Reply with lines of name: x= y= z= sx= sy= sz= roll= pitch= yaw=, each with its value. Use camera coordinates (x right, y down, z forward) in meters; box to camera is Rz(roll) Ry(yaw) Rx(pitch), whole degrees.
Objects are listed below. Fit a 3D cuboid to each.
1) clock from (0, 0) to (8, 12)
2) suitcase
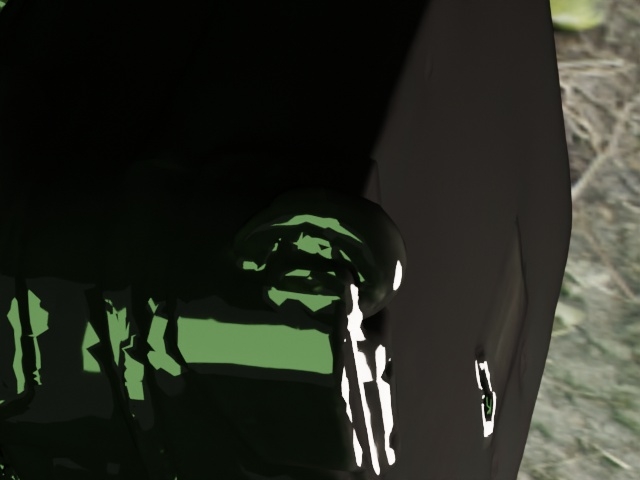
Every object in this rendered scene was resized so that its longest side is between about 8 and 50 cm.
clock: x=-0.152 y=-0.119 z=0.944 sx=0.172 sy=0.064 sz=0.198 roll=44 pitch=136 yaw=-21
suitcase: x=0.000 y=0.000 z=0.784 sx=0.188 sy=0.345 sz=0.339 roll=2 pitch=135 yaw=17
